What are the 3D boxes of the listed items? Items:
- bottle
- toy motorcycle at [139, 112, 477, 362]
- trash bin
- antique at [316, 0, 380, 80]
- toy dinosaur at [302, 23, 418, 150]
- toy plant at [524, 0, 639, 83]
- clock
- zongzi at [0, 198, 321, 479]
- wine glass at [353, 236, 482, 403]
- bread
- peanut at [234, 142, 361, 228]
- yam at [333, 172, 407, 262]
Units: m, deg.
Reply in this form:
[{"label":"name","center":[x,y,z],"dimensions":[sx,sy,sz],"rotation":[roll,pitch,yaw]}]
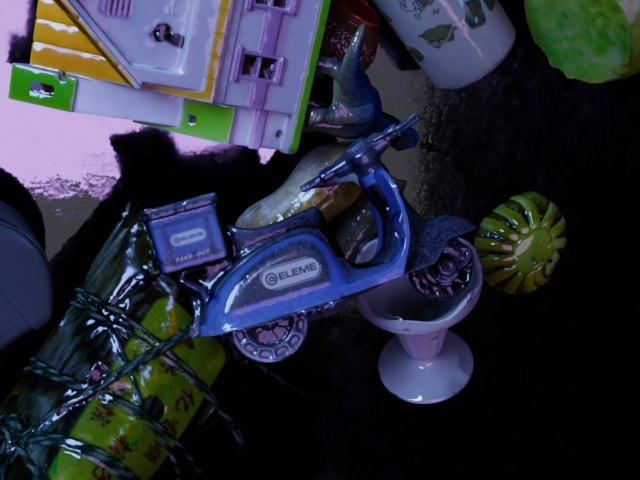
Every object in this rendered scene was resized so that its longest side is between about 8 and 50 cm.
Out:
[{"label":"bottle","center":[0.112,-0.299,1.059],"dimensions":[0.120,0.120,0.253],"rotation":[-41,117,-1]},{"label":"toy motorcycle","center":[0.000,0.000,1.026],"dimensions":[0.359,0.125,0.212],"rotation":[-17,94,-13]},{"label":"trash bin","center":[-0.409,0.058,1.004],"dimensions":[0.236,0.101,0.176],"rotation":[-36,130,-11]},{"label":"antique","center":[0.017,-0.229,1.064],"dimensions":[0.104,0.104,0.104],"rotation":[-7,112,-17]},{"label":"toy dinosaur","center":[0.066,-0.158,1.054],"dimensions":[0.188,0.247,0.075],"rotation":[-1,69,-18]},{"label":"toy plant","center":[0.408,-0.344,1.137],"dimensions":[0.316,0.184,0.224],"rotation":[-37,123,-21]},{"label":"clock","center":[-0.164,-0.235,0.965],"dimensions":[0.310,0.166,0.235],"rotation":[4,108,-28]},{"label":"zongzi","center":[-0.185,0.209,1.101],"dimensions":[0.362,0.319,0.383],"rotation":[37,77,-25]},{"label":"wine glass","center":[0.129,0.099,1.178],"dimensions":[0.165,0.165,0.196],"rotation":[-24,134,-9]},{"label":"bread","center":[0.273,0.006,1.260],"dimensions":[0.139,0.071,0.130],"rotation":[-45,113,1]},{"label":"peanut","center":[-0.031,-0.035,1.129],"dimensions":[0.206,0.087,0.087],"rotation":[-46,117,0]},{"label":"yam","center":[0.056,-0.029,1.181],"dimensions":[0.054,0.054,0.132],"rotation":[23,102,-25]}]
